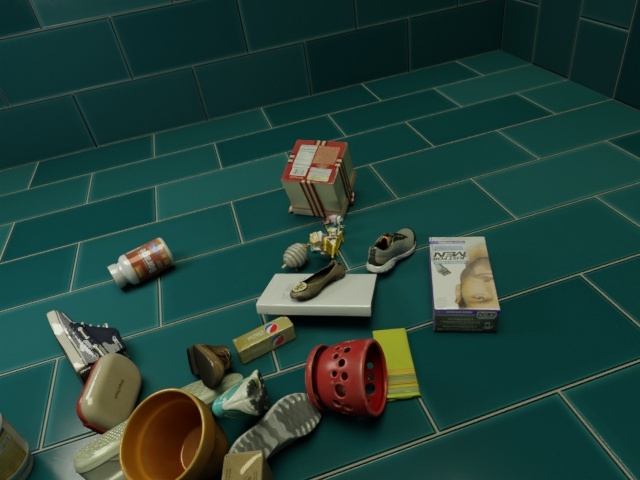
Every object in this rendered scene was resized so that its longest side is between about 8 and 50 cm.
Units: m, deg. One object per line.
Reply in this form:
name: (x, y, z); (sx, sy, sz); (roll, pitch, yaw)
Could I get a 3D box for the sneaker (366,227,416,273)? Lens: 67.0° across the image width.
sneaker: (0.257, 0.015, 1.697); (0.100, 0.108, 0.271); (15, 34, 34)

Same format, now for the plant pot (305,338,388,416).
plant pot: (0.064, 0.353, 1.239); (0.174, 0.191, 0.191); (-10, 35, 23)

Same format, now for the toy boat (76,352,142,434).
toy boat: (-0.606, 0.434, 1.351); (0.151, 0.151, 0.231); (-30, 32, 21)

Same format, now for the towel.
towel: (0.210, 0.345, 1.364); (0.102, 0.021, 0.237); (-4, 37, 1)

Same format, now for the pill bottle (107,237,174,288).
pill bottle: (-0.667, 0.088, 1.800); (0.216, 0.121, 0.121); (-30, 42, -24)

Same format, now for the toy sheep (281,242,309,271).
toy sheep: (-0.090, 0.059, 1.732); (0.091, 0.091, 0.132); (22, 56, 34)

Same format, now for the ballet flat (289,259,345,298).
ballet flat: (-0.007, 0.121, 1.543); (0.084, 0.058, 0.250); (12, 26, 40)

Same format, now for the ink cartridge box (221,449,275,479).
ink cartridge box: (-0.144, 0.586, 0.982); (0.088, 0.193, 0.234); (-8, 37, 3)

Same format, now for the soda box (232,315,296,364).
soda box: (-0.169, 0.299, 1.467); (0.181, 0.061, 0.058); (-24, 39, -19)

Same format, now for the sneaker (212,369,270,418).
sneaker: (-0.194, 0.389, 1.209); (0.110, 0.275, 0.107); (-19, 75, 0)

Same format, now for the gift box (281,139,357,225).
gift box: (-0.012, -0.223, 1.960); (0.255, 0.258, 0.276); (11, 62, 22)

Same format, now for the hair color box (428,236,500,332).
hair color box: (0.440, 0.128, 1.521); (0.185, 0.110, 0.338); (-1, 40, 9)

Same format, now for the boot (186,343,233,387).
boot: (-0.291, 0.326, 1.335); (0.115, 0.112, 0.305); (-10, -2, -23)

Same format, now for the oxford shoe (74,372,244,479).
oxford shoe: (-0.385, 0.480, 1.241); (0.449, 0.130, 0.169); (-26, 5, -38)

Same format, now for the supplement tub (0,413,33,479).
supplement tub: (-0.825, 0.527, 1.202); (0.144, 0.199, 0.144); (-6, 37, 5)

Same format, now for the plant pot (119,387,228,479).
plant pot: (-0.307, 0.461, 1.092); (0.205, 0.188, 0.205); (-10, 56, 15)

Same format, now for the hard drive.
hard drive: (-0.002, 0.171, 1.562); (0.353, 0.047, 0.233); (-1, 20, 12)

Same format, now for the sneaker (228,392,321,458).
sneaker: (-0.121, 0.472, 1.201); (0.281, 0.115, 0.105); (-19, 69, -40)

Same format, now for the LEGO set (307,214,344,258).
LEGO set: (0.000, 0.000, 1.760); (0.107, 0.132, 0.287); (0, 16, 21)

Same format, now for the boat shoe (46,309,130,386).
boat shoe: (-0.738, 0.312, 1.542); (0.158, 0.127, 0.340); (-28, 48, -32)
